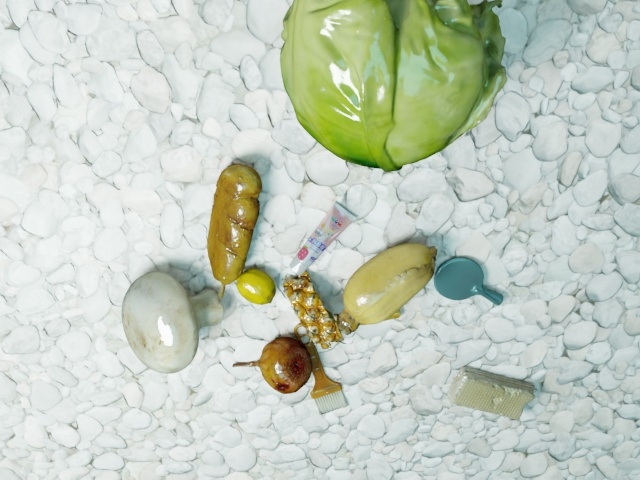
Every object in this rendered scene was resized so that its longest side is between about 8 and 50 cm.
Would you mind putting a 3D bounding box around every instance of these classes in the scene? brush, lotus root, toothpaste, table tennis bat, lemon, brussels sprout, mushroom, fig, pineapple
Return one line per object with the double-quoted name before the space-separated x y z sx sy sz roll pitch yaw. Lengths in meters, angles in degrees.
"brush" -0.010 0.347 1.776 0.090 0.017 0.315 -19 117 1
"lotus root" 0.155 0.106 1.597 0.303 0.131 0.146 -39 130 5
"toothpaste" 0.000 0.000 1.584 0.067 0.043 0.194 36 103 -18
"table tennis bat" 0.384 0.115 1.684 0.201 0.033 0.124 26 114 -15
"lemon" -0.160 0.110 1.601 0.110 0.082 0.082 36 110 -8
"brussels sprout" 0.128 -0.313 1.256 0.424 0.342 0.361 8 110 -11
"mushroom" -0.347 0.186 1.571 0.243 0.244 0.244 -2 118 -4
"fig" -0.125 0.330 1.714 0.201 0.133 0.146 -17 89 35
"pineapple" -0.008 0.189 1.626 0.079 0.135 0.233 -30 115 9

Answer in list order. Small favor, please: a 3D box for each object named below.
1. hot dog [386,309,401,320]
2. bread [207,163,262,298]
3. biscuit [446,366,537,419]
"hot dog" 0.140 0.195 1.702 0.136 0.028 0.044 -10 144 2
"bread" -0.202 -0.017 1.520 0.083 0.124 0.344 -7 122 -36
"biscuit" 0.480 0.428 1.838 0.238 0.062 0.108 16 115 -14
